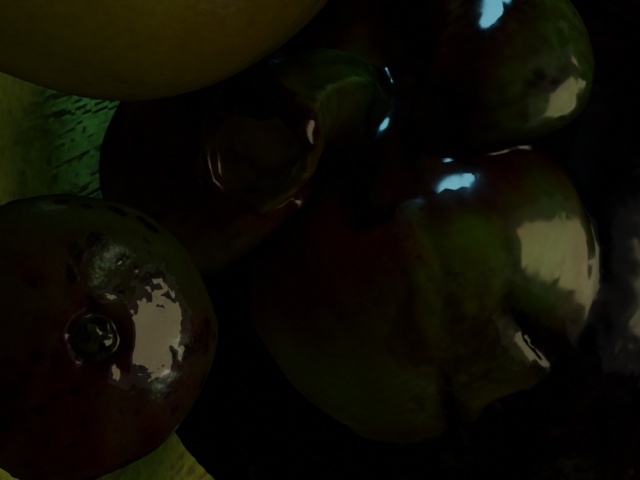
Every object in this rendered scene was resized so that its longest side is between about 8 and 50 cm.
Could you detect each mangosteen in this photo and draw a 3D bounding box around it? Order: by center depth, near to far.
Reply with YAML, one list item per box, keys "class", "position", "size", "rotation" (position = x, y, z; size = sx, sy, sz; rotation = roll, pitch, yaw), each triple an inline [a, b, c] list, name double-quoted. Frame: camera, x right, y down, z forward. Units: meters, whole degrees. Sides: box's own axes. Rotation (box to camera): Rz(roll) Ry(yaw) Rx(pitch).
- class: "mangosteen"
  position: [0.039, -0.014, 0.990]
  size: [0.435, 0.382, 0.382]
  rotation: [32, 55, -45]

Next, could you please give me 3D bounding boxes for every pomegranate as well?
- class: "pomegranate"
  position: [-0.122, 0.050, 0.794]
  size: [0.159, 0.129, 0.129]
  rotation: [-39, -149, 45]

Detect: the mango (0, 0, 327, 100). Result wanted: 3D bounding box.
- class: "mango"
  position: [-0.085, -0.157, 0.715]
  size: [0.173, 0.211, 0.317]
  rotation: [-49, -178, 28]
